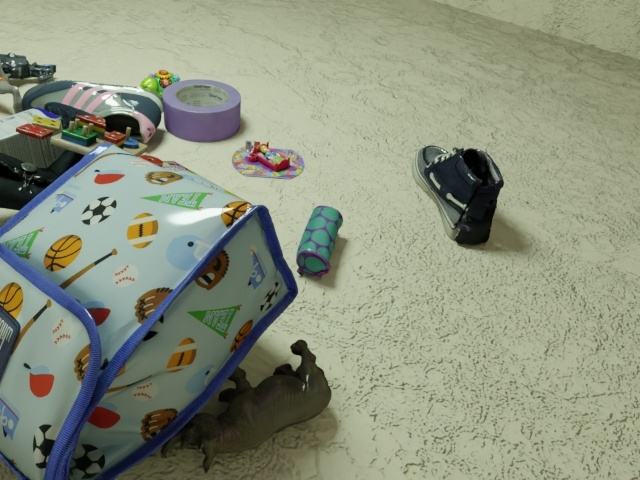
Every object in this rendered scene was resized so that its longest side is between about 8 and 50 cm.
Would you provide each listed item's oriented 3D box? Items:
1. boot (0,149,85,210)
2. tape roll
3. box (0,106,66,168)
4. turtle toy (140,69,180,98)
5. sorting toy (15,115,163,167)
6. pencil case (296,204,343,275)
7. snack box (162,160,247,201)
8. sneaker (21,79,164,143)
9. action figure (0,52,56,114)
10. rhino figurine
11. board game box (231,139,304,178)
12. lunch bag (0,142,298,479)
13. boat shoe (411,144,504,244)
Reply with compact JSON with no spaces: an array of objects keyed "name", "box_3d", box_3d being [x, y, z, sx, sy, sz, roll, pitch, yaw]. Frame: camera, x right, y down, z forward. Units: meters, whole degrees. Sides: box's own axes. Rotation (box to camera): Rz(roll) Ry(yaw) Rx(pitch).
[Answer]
[{"name":"boot","box_3d":[-0.521,-0.134,1.026,0.207,0.094,0.246,18,35,-35]},{"name":"tape roll","box_3d":[-0.292,-0.323,1.377,0.189,0.080,0.189,5,37,-4]},{"name":"box","box_3d":[-0.581,-0.177,1.101,0.072,0.126,0.137,26,41,23]},{"name":"turtle toy","box_3d":[-0.422,-0.410,1.472,0.095,0.066,0.130,22,40,17]},{"name":"sorting toy","box_3d":[-0.412,-0.196,1.035,0.274,0.046,0.132,18,21,-4]},{"name":"pencil case","box_3d":[0.000,0.000,1.037,0.064,0.070,0.151,-17,33,26]},{"name":"snack box","box_3d":[-0.272,-0.081,1.043,0.207,0.070,0.174,30,21,23]},{"name":"sneaker","box_3d":[-0.525,-0.282,1.262,0.319,0.112,0.131,0,53,-1]},{"name":"action figure","box_3d":[-0.801,-0.439,1.331,0.341,0.178,0.330,-13,53,-35]},{"name":"rhino figurine","box_3d":[-0.093,0.223,0.735,0.243,0.073,0.106,-20,43,-29]},{"name":"board game box","box_3d":[-0.120,-0.194,1.284,0.169,0.033,0.133,3,38,-6]},{"name":"lunch bag","box_3d":[-0.279,0.085,0.716,0.328,0.239,0.385,24,60,32]},{"name":"boat shoe","box_3d":[0.298,-0.153,1.210,0.127,0.158,0.340,-2,40,-13]}]
